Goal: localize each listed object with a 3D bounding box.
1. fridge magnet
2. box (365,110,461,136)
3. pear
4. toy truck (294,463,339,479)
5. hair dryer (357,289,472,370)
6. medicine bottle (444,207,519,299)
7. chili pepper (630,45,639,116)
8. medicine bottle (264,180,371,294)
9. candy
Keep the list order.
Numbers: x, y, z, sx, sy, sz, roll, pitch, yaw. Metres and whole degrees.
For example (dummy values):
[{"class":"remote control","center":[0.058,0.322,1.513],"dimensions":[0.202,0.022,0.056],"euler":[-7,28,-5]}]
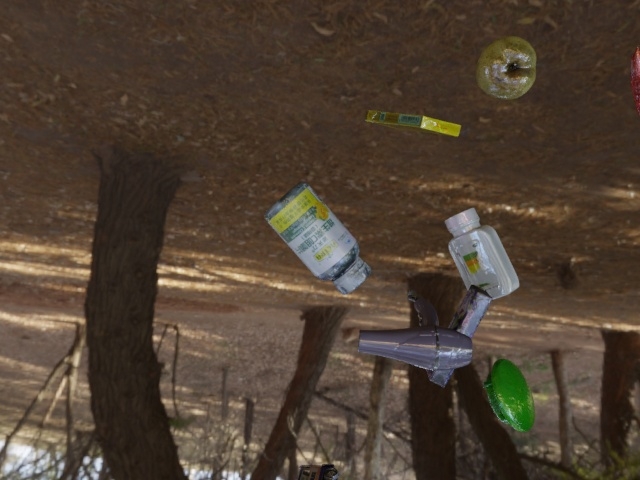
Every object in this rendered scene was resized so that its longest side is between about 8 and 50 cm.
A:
[{"class":"fridge magnet","center":[0.557,0.451,1.395],"dimensions":[0.208,0.208,0.088],"euler":[16,143,-42]},{"class":"box","center":[0.279,-0.362,1.478],"dimensions":[0.153,0.041,0.279],"euler":[3,-165,-32]},{"class":"pear","center":[0.511,-0.473,1.312],"dimensions":[0.167,0.167,0.136],"euler":[2,-168,8]},{"class":"toy truck","center":[-0.026,0.847,1.526],"dimensions":[0.155,0.124,0.268],"euler":[-4,-170,11]},{"class":"hair dryer","center":[0.269,0.243,1.408],"dimensions":[0.301,0.121,0.361],"euler":[4,-159,6]},{"class":"medicine bottle","center":[0.517,0.046,1.564],"dimensions":[0.111,0.296,0.161],"euler":[-16,171,-43]},{"class":"chili pepper","center":[0.929,-0.424,1.375],"dimensions":[0.050,0.268,0.059],"euler":[-24,-160,10]},{"class":"medicine bottle","center":[0.000,0.000,1.213],"dimensions":[0.293,0.141,0.141],"euler":[49,155,-7]},{"class":"candy","center":[0.407,0.280,1.415],"dimensions":[0.061,0.312,0.088],"euler":[24,-170,-3]}]
